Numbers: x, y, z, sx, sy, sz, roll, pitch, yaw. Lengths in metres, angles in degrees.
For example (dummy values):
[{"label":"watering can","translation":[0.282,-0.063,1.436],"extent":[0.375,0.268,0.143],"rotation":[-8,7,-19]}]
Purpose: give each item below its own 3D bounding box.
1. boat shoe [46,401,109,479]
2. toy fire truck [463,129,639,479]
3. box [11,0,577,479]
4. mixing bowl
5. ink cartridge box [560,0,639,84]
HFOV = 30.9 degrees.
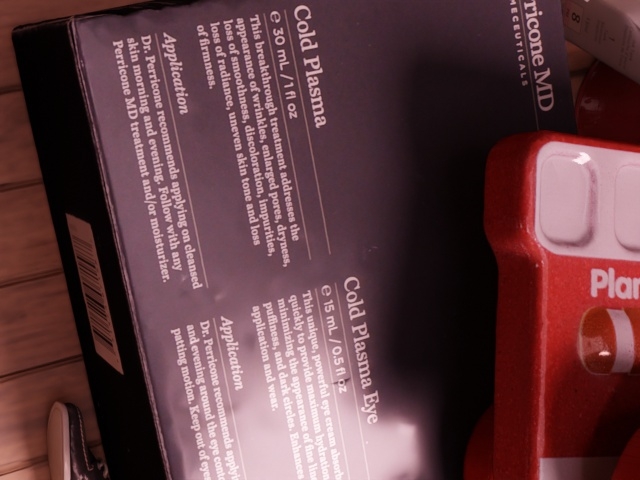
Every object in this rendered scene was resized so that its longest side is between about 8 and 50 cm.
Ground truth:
[{"label":"boat shoe","translation":[-0.161,0.167,0.783],"extent":[0.038,0.046,0.125],"rotation":[-7,102,-24]},{"label":"toy fire truck","translation":[0.229,0.068,0.695],"extent":[0.302,0.169,0.254],"rotation":[4,88,-27]},{"label":"box","translation":[0.000,0.000,0.763],"extent":[0.312,0.179,0.343],"rotation":[-14,103,-22]},{"label":"mixing bowl","translation":[0.307,-0.089,0.939],"extent":[0.181,0.098,0.181],"rotation":[-3,98,-23]},{"label":"ink cartridge box","translation":[0.318,-0.155,0.866],"extent":[0.189,0.232,0.066],"rotation":[-17,125,-22]}]
